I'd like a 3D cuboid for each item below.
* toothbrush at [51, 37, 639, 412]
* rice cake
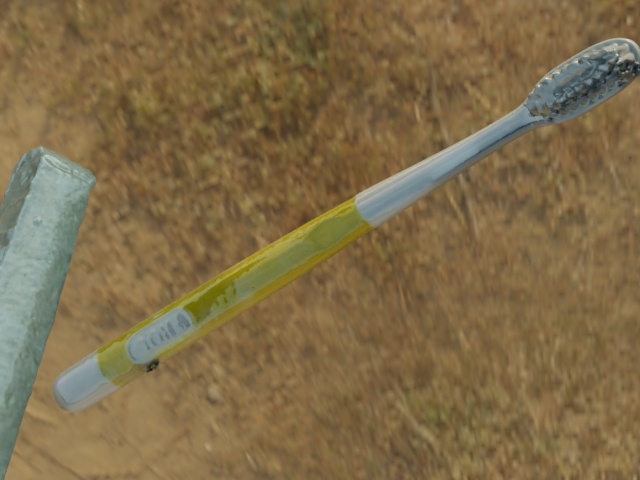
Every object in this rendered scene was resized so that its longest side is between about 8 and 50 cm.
[{"bbox_3d":[0.000,0.000,0.740,0.288,0.024,0.021,-31,83,24],"label":"toothbrush"},{"bbox_3d":[-0.123,0.043,0.712,0.029,0.033,0.170,-16,51,50],"label":"rice cake"}]
